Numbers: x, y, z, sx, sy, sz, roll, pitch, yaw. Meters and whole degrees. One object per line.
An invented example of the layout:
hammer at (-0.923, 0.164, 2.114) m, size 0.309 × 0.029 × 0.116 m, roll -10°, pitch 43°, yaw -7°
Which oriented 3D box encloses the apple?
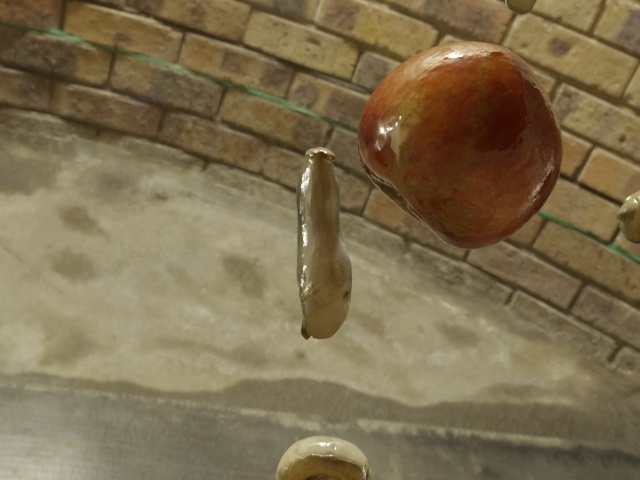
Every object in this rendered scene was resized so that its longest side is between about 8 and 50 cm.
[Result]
apple at (0.204, -0.144, 1.258) m, size 0.302 × 0.301 × 0.301 m, roll 15°, pitch 32°, yaw -9°

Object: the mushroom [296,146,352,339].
mushroom at (-0.001, 0.000, 1.592) m, size 0.097 × 0.109 × 0.351 m, roll -1°, pitch 75°, yaw -15°

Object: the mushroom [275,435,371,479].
mushroom at (0.005, 0.373, 1.355) m, size 0.154 × 0.154 × 0.122 m, roll 19°, pitch 32°, yaw -2°

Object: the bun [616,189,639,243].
bun at (0.452, -0.040, 1.256) m, size 0.055 × 0.086 × 0.086 m, roll 38°, pitch 35°, yaw 11°

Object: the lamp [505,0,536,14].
lamp at (0.320, -0.343, 1.159) m, size 0.050 × 0.056 × 0.198 m, roll 21°, pitch -7°, yaw -24°
